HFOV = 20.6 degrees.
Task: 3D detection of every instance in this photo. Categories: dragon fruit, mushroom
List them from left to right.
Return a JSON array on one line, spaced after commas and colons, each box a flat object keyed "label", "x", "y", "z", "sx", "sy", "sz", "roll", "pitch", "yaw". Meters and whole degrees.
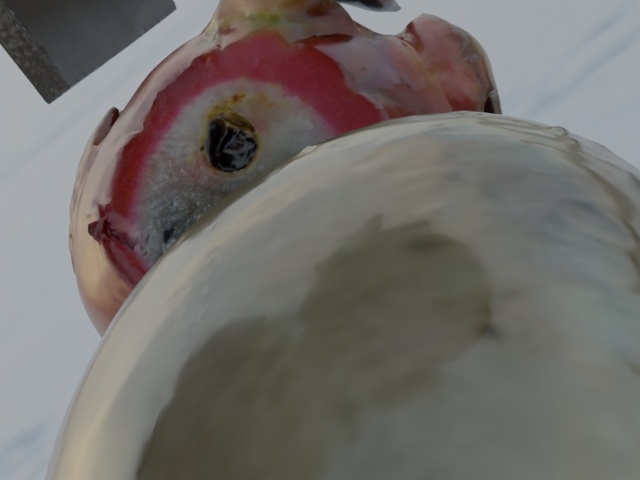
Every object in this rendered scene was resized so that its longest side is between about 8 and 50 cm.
[{"label": "dragon fruit", "x": -0.003, "y": -0.003, "z": 0.796, "sx": 0.224, "sy": 0.224, "sz": 0.227, "roll": -37, "pitch": -11, "yaw": 5}, {"label": "mushroom", "x": 0.069, "y": 0.144, "z": 0.495, "sx": 0.294, "sy": 0.362, "sz": 0.362, "roll": -5, "pitch": 15, "yaw": 0}]

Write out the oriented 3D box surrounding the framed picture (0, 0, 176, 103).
[{"label": "framed picture", "x": -0.170, "y": -0.170, "z": 1.130, "sx": 0.023, "sy": 0.128, "sz": 0.168, "roll": -33, "pitch": 9, "yaw": 30}]
